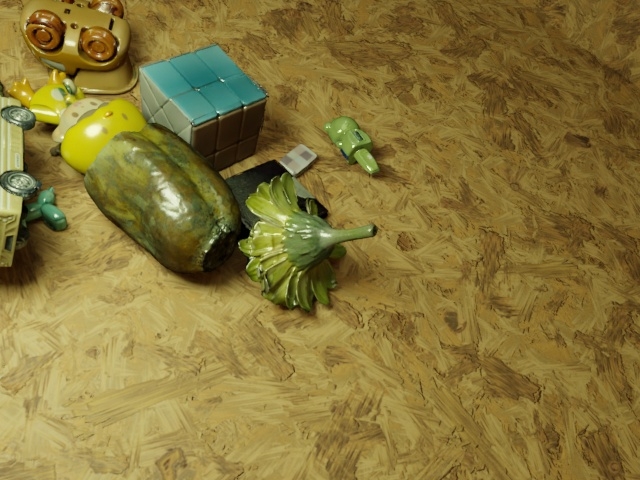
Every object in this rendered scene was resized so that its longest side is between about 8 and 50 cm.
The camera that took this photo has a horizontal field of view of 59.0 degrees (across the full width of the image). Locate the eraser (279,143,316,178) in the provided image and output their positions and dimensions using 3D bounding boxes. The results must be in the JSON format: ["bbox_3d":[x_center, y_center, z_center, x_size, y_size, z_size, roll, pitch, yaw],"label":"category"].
[{"bbox_3d":[-0.063,-0.219,1.562,0.065,0.026,0.105,41,55,9],"label":"eraser"}]

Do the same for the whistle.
[{"bbox_3d":[0.095,-0.273,1.610,0.105,0.085,0.227,-21,63,-27],"label":"whistle"}]

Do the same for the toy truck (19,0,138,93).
[{"bbox_3d":[-0.627,-0.527,1.492,0.288,0.211,0.204,7,54,-17],"label":"toy truck"}]

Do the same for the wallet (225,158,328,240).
[{"bbox_3d":[-0.133,-0.088,1.429,0.221,0.071,0.262,44,49,15],"label":"wallet"}]

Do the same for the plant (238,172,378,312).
[{"bbox_3d":[-0.041,0.024,1.259,0.261,0.305,0.297,-43,34,-12],"label":"plant"}]

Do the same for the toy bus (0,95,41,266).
[{"bbox_3d":[-0.677,-0.134,1.118,0.202,0.176,0.365,5,45,-33],"label":"toy bus"}]

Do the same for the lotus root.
[{"bbox_3d":[-0.329,-0.081,1.259,0.346,0.250,0.250,43,56,15],"label":"lotus root"}]

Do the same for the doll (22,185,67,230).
[{"bbox_3d":[-0.666,-0.071,1.258,0.160,0.059,0.158,-19,66,-25],"label":"doll"}]

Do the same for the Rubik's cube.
[{"bbox_3d":[-0.301,-0.325,1.441,0.225,0.221,0.231,-32,70,-31],"label":"Rubik's cube"}]

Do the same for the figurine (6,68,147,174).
[{"bbox_3d":[-0.573,-0.292,1.368,0.344,0.187,0.215,37,63,19],"label":"figurine"}]

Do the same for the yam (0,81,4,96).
[{"bbox_3d":[-0.868,-0.299,1.269,0.300,0.195,0.195,-10,60,-22],"label":"yam"}]
